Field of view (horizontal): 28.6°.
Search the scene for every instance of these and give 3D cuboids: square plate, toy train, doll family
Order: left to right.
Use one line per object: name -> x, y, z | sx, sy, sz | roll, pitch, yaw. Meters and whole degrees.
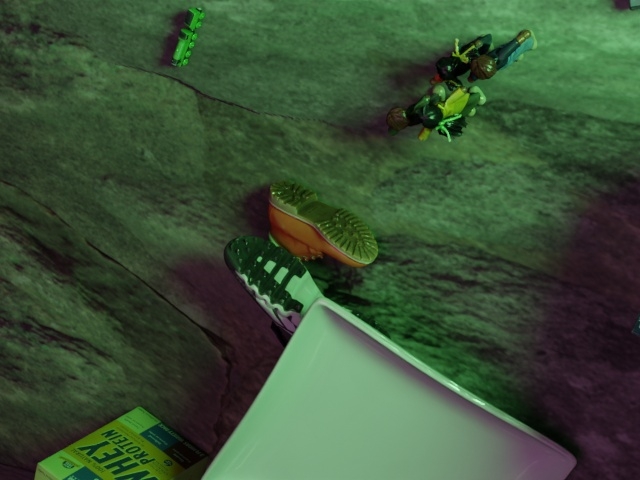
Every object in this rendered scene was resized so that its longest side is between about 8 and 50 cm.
toy train -> -0.165, -0.249, 1.545 | 0.017, 0.024, 0.083 | 37, 123, 19
square plate -> 0.070, 0.268, 1.488 | 0.344, 0.049, 0.347 | 32, 122, 0
doll family -> 0.144, -0.162, 1.303 | 0.076, 0.111, 0.193 | 46, 125, 14

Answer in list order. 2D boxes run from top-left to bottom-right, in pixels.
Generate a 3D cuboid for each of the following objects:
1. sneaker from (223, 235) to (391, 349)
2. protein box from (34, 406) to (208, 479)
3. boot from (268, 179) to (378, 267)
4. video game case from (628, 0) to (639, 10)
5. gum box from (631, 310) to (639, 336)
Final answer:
sneaker -> -0.031, 0.091, 1.513 | 0.234, 0.078, 0.106 | 37, 140, -2
protein box -> -0.287, 0.374, 1.730 | 0.136, 0.201, 0.199 | 31, 121, 23
boot -> 0.000, 0.000, 1.499 | 0.158, 0.059, 0.084 | 34, 129, 27
video game case -> 0.360, -0.359, 1.140 | 0.196, 0.026, 0.274 | -2, 105, 35
gum box -> 0.364, -0.008, 1.172 | 0.041, 0.157, 0.184 | 26, 120, 27
